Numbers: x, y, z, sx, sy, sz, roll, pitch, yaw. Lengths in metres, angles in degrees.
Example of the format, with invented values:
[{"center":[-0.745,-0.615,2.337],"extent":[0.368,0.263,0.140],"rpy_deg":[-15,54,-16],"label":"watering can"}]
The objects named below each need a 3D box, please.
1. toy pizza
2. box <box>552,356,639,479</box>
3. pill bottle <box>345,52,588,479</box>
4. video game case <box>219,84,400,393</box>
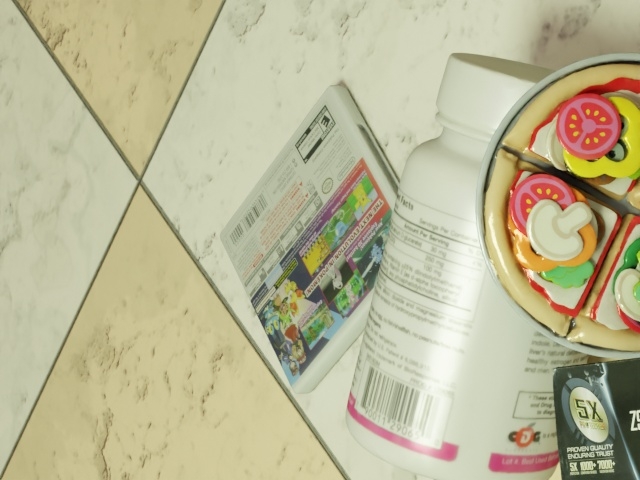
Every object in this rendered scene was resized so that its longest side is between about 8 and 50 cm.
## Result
[{"center":[0.202,-0.022,1.113],"extent":[0.032,0.201,0.201],"rpy_deg":[-139,54,-84],"label":"toy pizza"},{"center":[0.255,0.107,1.036],"extent":[0.147,0.180,0.078],"rpy_deg":[-13,78,49],"label":"box"},{"center":[0.124,0.019,1.215],"extent":[0.160,0.160,0.283],"rpy_deg":[27,108,48],"label":"pill bottle"},{"center":[0.000,0.000,1.472],"extent":[0.201,0.023,0.183],"rpy_deg":[-51,51,34],"label":"video game case"}]
